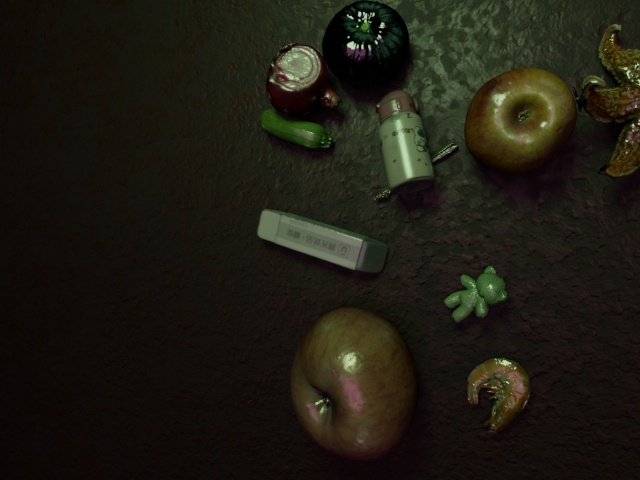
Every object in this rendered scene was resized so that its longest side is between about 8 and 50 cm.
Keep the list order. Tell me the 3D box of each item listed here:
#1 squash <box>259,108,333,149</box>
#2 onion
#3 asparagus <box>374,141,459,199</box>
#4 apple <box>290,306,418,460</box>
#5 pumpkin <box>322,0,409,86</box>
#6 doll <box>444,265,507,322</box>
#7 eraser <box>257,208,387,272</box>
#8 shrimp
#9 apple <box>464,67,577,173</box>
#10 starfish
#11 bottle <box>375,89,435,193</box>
[{"bbox_3d":[-0.069,-0.288,1.066,0.219,0.077,0.068,23,111,14],"label":"squash"},{"bbox_3d":[-0.036,-0.375,1.021,0.198,0.135,0.173,36,84,-2],"label":"onion"},{"bbox_3d":[0.230,-0.163,0.997,0.233,0.022,0.023,-35,116,17],"label":"asparagus"},{"bbox_3d":[0.072,0.340,0.968,0.345,0.269,0.344,2,97,21],"label":"apple"},{"bbox_3d":[0.103,-0.456,0.953,0.202,0.140,0.202,-1,78,6],"label":"pumpkin"},{"bbox_3d":[0.365,0.132,0.957,0.150,0.077,0.115,-37,44,30],"label":"doll"},{"bbox_3d":[0.000,0.000,1.074,0.352,0.061,0.089,17,100,18],"label":"eraser"},{"bbox_3d":[0.416,0.366,0.971,0.132,0.052,0.187,24,98,36],"label":"shrimp"},{"bbox_3d":[0.404,-0.241,0.840,0.211,0.188,0.211,3,99,18],"label":"apple"},{"bbox_3d":[0.617,-0.280,0.781,0.303,0.113,0.312,-5,85,-5],"label":"starfish"},{"bbox_3d":[0.192,-0.233,0.951,0.110,0.110,0.233,-13,78,20],"label":"bottle"}]
